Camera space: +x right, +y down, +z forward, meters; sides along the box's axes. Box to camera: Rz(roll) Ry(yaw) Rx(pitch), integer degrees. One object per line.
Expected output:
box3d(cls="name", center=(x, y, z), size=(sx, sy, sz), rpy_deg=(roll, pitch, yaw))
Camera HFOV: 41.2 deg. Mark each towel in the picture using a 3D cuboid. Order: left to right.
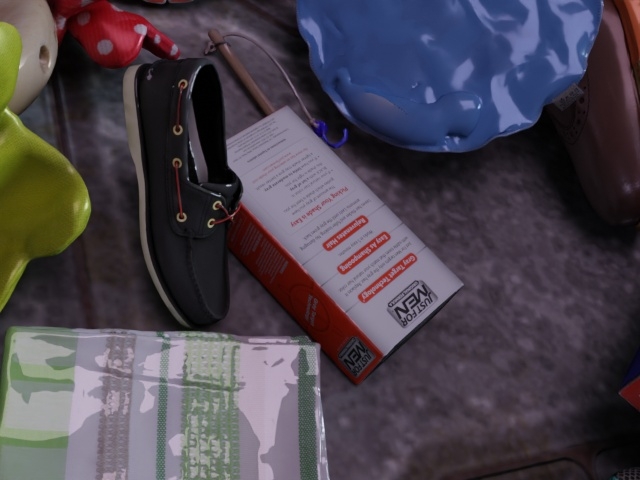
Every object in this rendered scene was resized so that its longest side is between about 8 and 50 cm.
box3d(cls="towel", center=(-0.068, 0.091, 0.387), size=(0.152, 0.023, 0.113), rpy_deg=(6, 57, -18))

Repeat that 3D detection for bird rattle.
box3d(cls="bird rattle", center=(-0.187, -0.099, 0.403), size=(0.207, 0.143, 0.253), rpy_deg=(6, 53, 1))

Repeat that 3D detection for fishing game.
box3d(cls="fishing game", center=(0.077, -0.141, 0.519), size=(0.264, 0.041, 0.189), rpy_deg=(-40, 77, 0))

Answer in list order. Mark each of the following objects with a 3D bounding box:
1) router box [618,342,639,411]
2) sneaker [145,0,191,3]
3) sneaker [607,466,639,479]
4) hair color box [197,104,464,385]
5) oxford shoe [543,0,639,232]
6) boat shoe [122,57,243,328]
box3d(cls="router box", center=(0.359, 0.073, 0.498), size=(0.301, 0.082, 0.335), rpy_deg=(40, 44, 6))
box3d(cls="sneaker", center=(-0.084, -0.192, 0.551), size=(0.158, 0.061, 0.065), rpy_deg=(-8, 36, -26))
box3d(cls="sneaker", center=(0.168, 0.183, 0.406), size=(0.076, 0.065, 0.166), rpy_deg=(13, 48, -4))
box3d(cls="hair color box", center=(0.000, 0.000, 0.459), size=(0.141, 0.043, 0.072), rpy_deg=(46, 55, 12))
box3d(cls="oxford shoe", center=(0.133, -0.161, 0.590), size=(0.132, 0.130, 0.364), rpy_deg=(-19, 71, 5))
box3d(cls="boat shoe", center=(-0.061, -0.021, 0.410), size=(0.049, 0.042, 0.133), rpy_deg=(-33, 118, -67))
